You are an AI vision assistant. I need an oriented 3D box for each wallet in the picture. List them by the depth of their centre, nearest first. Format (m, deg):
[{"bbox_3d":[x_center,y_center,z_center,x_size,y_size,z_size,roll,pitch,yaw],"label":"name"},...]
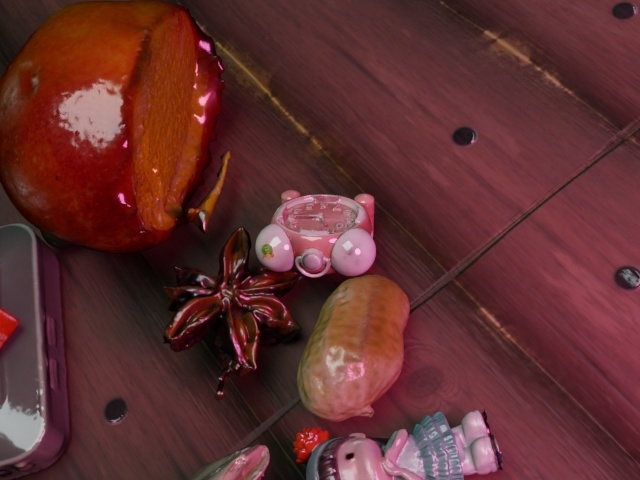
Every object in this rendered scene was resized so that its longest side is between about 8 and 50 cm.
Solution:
[{"bbox_3d":[-0.170,0.355,0.978,0.068,0.335,0.275,40,63,1],"label":"wallet"}]

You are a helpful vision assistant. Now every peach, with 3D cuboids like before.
[{"bbox_3d":[-0.324,-0.175,1.277,0.309,0.335,0.406,-1,65,19],"label":"peach"}]

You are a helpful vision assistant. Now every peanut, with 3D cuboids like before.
[{"bbox_3d":[0.050,0.135,1.109,0.129,0.129,0.224,9,57,21],"label":"peanut"}]

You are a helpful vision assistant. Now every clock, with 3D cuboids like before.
[{"bbox_3d":[0.000,0.000,1.187,0.165,0.093,0.162,4,26,9],"label":"clock"}]

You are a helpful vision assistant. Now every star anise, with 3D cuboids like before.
[{"bbox_3d":[-0.132,0.094,1.189,0.220,0.126,0.190,-38,85,-32],"label":"star anise"}]

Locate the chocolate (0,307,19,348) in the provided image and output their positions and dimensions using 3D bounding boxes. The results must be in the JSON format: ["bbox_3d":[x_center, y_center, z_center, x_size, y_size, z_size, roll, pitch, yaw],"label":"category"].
[{"bbox_3d":[-0.565,0.142,1.115,0.108,0.235,0.237,17,69,35],"label":"chocolate"}]

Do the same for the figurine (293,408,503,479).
[{"bbox_3d":[0.095,0.273,1.040,0.245,0.110,0.138,-17,48,3],"label":"figurine"}]

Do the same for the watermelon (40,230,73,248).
[{"bbox_3d":[-0.419,-0.038,1.382,0.078,0.078,0.111,-11,57,11],"label":"watermelon"}]

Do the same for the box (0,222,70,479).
[{"bbox_3d":[-0.586,0.197,1.279,0.395,0.111,0.397,-19,59,5],"label":"box"}]
